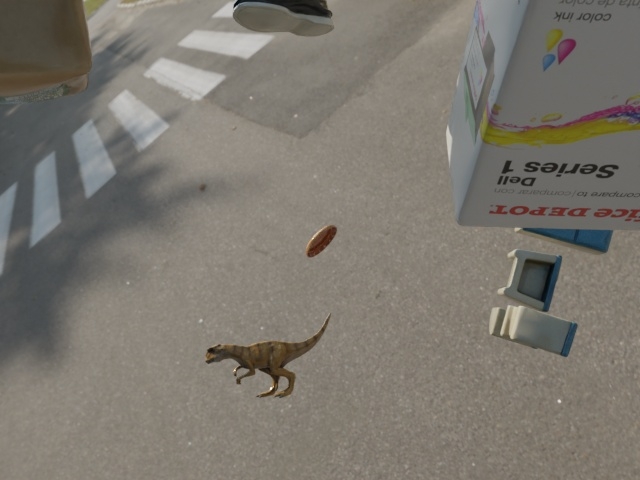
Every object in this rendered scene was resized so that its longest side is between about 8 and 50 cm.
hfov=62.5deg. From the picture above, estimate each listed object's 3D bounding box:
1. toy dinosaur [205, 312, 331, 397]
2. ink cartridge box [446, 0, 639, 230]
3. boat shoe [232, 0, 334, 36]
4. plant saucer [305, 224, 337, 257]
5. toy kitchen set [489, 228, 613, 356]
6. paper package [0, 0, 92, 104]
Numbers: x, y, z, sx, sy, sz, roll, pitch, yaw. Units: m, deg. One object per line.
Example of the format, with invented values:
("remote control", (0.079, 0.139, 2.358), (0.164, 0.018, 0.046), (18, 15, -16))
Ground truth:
("toy dinosaur", (-0.064, 0.177, 0.802), (0.212, 0.112, 0.064), (-5, -9, -19))
("ink cartridge box", (0.209, -0.125, 0.350), (0.202, 0.278, 0.117), (2, 58, 4))
("boat shoe", (-0.036, -0.235, 0.531), (0.125, 0.038, 0.046), (-12, 1, -40))
("plant saucer", (0.000, 0.000, 1.066), (0.083, 0.083, 0.013), (-43, 72, -6))
("toy kitchen set", (0.316, 0.044, 0.683), (0.122, 0.166, 0.207), (16, 85, 9))
("paper package", (-0.365, -0.251, 0.385), (0.325, 0.309, 0.168), (-12, 15, -23))
